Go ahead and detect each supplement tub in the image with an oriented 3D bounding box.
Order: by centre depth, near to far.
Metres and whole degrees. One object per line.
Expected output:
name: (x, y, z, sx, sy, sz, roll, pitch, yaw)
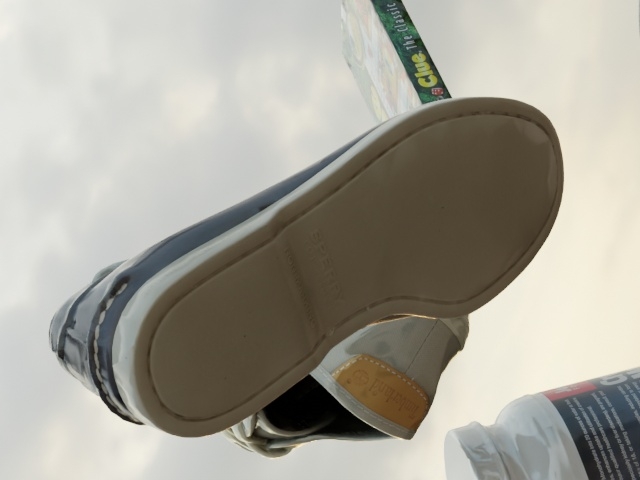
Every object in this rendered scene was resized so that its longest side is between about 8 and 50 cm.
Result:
supplement tub: (0.255, 0.202, 1.413, 0.191, 0.272, 0.191, 166, 90, -82)

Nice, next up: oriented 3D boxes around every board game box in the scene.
board game box: (0.066, -0.116, 1.377, 0.136, 0.030, 0.260, 83, 168, -49)

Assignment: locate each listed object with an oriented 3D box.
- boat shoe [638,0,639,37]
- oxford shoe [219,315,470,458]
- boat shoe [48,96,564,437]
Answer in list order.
boat shoe: (0.237, -0.204, 1.076, 0.078, 0.070, 0.219, -57, -32, -33)
oxford shoe: (-0.049, 0.114, 1.412, 0.169, 0.449, 0.130, 32, -115, -24)
boat shoe: (0.000, 0.000, 0.576, 0.206, 0.065, 0.075, -27, -67, -37)
